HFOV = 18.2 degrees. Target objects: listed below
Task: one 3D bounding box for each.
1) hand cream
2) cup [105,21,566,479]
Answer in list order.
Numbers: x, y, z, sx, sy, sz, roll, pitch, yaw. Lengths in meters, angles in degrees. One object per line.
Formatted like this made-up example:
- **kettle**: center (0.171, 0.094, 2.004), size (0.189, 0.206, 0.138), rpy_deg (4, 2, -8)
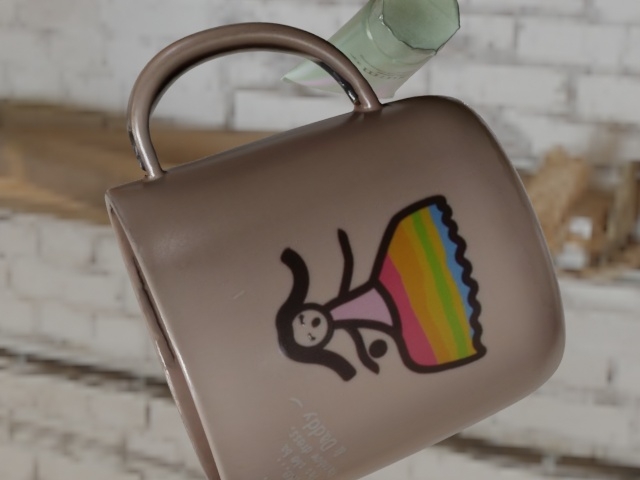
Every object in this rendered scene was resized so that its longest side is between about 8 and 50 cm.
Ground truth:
- **hand cream**: center (0.033, -0.117, 1.245), size (0.078, 0.050, 0.205), rpy_deg (6, 170, -13)
- **cup**: center (0.000, 0.000, 1.068), size (0.200, 0.253, 0.191), rpy_deg (-22, -175, -8)
